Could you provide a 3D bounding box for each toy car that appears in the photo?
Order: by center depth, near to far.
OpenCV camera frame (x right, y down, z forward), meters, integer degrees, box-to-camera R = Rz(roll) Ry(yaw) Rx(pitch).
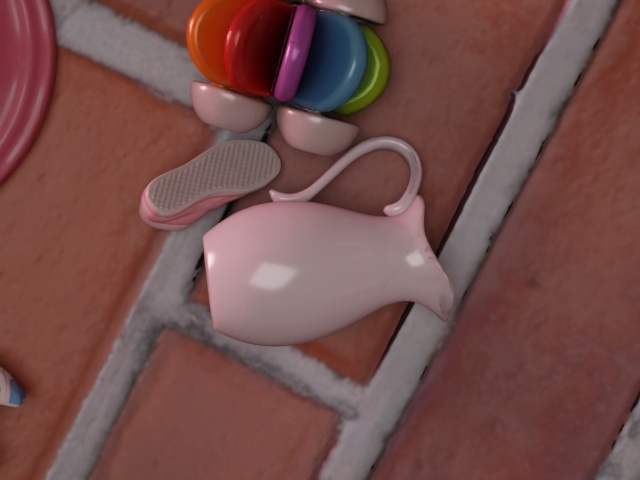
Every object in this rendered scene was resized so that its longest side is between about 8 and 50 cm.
[{"bbox_3d":[-0.030,-0.164,1.648,0.182,0.136,0.159,16,92,5],"label":"toy car"}]

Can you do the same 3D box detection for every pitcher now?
[{"bbox_3d":[0.000,0.000,1.671,0.207,0.125,0.178,-8,70,-5],"label":"pitcher"}]

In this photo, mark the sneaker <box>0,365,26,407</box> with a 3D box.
[{"bbox_3d":[-0.351,0.213,1.710,0.086,0.085,0.237,33,95,7],"label":"sneaker"}]

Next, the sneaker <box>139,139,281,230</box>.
[{"bbox_3d":[-0.104,-0.048,1.707,0.134,0.070,0.051,-22,80,-25],"label":"sneaker"}]

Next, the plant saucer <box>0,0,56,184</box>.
[{"bbox_3d":[-0.407,-0.170,1.704,0.332,0.084,0.332,0,91,5],"label":"plant saucer"}]
